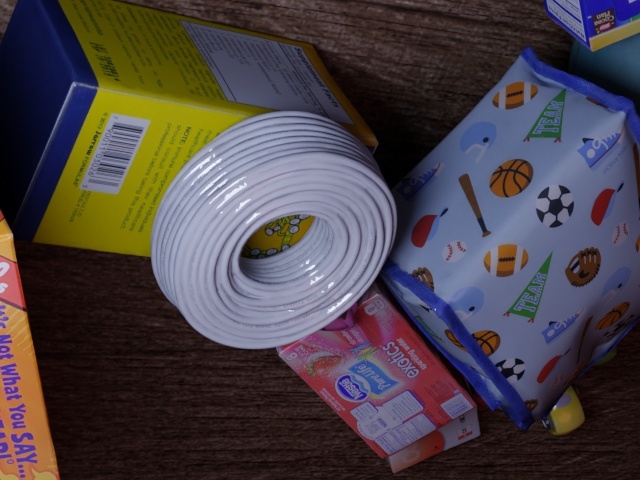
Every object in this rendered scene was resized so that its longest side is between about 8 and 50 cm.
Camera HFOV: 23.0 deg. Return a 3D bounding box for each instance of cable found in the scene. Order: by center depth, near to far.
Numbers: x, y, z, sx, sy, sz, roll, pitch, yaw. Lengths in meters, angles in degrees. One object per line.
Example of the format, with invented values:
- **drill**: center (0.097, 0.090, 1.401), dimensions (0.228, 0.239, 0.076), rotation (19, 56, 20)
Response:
- **cable**: center (-0.048, -0.007, 1.603), dimensions (0.257, 0.089, 0.257), rotation (-31, 136, 0)

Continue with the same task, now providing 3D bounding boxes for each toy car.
- **toy car**: center (0.362, 0.192, 2.293), dimensions (0.239, 0.053, 0.225), rotation (27, 113, -41)

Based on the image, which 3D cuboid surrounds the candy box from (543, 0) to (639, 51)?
- **candy box**: center (0.364, -0.400, 1.708), dimensions (0.268, 0.122, 0.317), rotation (-24, 130, -6)

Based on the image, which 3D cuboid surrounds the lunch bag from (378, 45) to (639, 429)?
- **lunch bag**: center (0.259, 0.020, 1.857), dimensions (0.328, 0.239, 0.385), rotation (-45, 133, -2)

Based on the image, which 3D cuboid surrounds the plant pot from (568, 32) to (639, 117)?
- **plant pot**: center (0.470, -0.176, 1.846), dimensions (0.271, 0.255, 0.272), rotation (-9, 119, -17)

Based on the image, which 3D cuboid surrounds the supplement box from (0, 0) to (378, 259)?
- **supplement box**: center (-0.157, -0.110, 1.658), dimensions (0.356, 0.194, 0.195), rotation (8, 124, -33)

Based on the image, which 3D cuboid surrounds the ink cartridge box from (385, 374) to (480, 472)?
- **ink cartridge box**: center (0.150, 0.239, 2.234), dimensions (0.145, 0.045, 0.179), rotation (-22, 138, -9)

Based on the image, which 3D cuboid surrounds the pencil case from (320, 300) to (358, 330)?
- **pencil case**: center (0.000, 0.000, 1.845), dimensions (0.095, 0.098, 0.209), rotation (19, 73, -38)

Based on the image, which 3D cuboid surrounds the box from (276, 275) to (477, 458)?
- **box**: center (0.058, 0.133, 2.013), dimensions (0.154, 0.142, 0.300), rotation (-32, 136, 10)

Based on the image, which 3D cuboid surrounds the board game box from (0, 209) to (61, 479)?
- **board game box**: center (-0.466, 0.067, 1.425), dimensions (0.356, 0.356, 0.356), rotation (-16, 133, -15)
